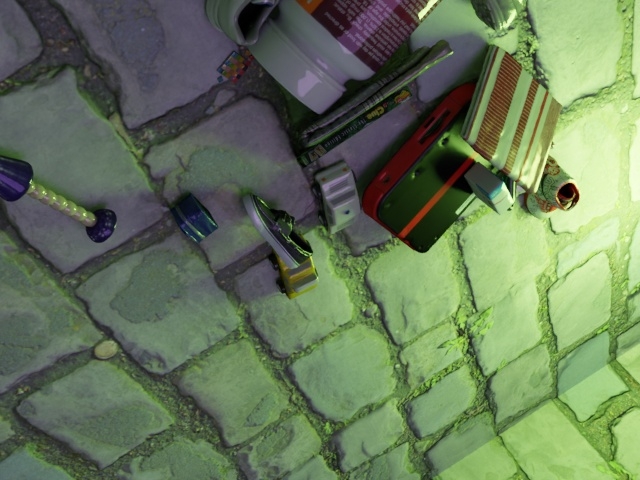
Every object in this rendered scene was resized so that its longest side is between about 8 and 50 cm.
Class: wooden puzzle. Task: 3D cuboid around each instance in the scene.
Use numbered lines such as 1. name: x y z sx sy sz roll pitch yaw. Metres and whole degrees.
1. wooden puzzle: -0.160 -0.324 1.600 0.083 0.006 0.049 -47 140 14

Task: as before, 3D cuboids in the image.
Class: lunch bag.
1. lunch bag: -0.261 -0.041 1.766 0.065 0.067 0.098 -36 143 1

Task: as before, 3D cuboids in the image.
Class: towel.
1. towel: 0.090 -0.282 1.645 0.324 0.056 0.312 -33 -175 2
2. towel: 0.440 -0.273 1.973 0.329 0.037 0.237 27 78 -44

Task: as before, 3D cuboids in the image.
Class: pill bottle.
1. pill bottle: 0.067 -0.425 1.493 0.392 0.224 0.224 -46 140 12

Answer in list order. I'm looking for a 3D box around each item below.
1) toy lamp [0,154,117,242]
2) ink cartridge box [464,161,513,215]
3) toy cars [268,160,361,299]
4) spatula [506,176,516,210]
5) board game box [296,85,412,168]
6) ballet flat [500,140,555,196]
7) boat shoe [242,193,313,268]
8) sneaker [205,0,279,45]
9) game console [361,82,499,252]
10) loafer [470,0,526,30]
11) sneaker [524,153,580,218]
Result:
1. toy lamp: -0.489 -0.076 1.555 0.080 0.080 0.274 -45 141 11
2. ink cartridge box: 0.407 -0.124 2.072 0.052 0.088 0.122 -46 146 2
3. toy cars: 0.000 0.000 1.985 0.176 0.087 0.394 7 125 -41
4. spatula: 0.483 -0.205 2.101 0.084 0.030 0.296 -27 133 -40
5. board game box: 0.067 -0.232 1.780 0.259 0.136 0.030 -34 97 -2
6. ballet flat: 0.513 -0.171 2.182 0.077 0.091 0.241 28 119 -1
7. boat shoe: -0.086 -0.028 1.868 0.076 0.080 0.228 -28 126 9
8. sneaker: -0.090 -0.458 1.418 0.111 0.129 0.297 1 128 -33
9. game console: 0.293 -0.163 2.045 0.386 0.060 0.342 -48 146 7
10. loafer: 0.336 -0.544 1.670 0.111 0.112 0.319 -41 149 -2
11. sneaker: 0.618 -0.109 2.284 0.090 0.145 0.270 -31 142 -6
